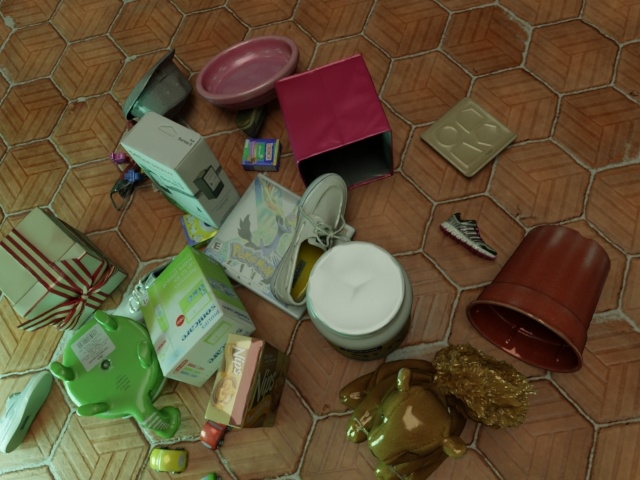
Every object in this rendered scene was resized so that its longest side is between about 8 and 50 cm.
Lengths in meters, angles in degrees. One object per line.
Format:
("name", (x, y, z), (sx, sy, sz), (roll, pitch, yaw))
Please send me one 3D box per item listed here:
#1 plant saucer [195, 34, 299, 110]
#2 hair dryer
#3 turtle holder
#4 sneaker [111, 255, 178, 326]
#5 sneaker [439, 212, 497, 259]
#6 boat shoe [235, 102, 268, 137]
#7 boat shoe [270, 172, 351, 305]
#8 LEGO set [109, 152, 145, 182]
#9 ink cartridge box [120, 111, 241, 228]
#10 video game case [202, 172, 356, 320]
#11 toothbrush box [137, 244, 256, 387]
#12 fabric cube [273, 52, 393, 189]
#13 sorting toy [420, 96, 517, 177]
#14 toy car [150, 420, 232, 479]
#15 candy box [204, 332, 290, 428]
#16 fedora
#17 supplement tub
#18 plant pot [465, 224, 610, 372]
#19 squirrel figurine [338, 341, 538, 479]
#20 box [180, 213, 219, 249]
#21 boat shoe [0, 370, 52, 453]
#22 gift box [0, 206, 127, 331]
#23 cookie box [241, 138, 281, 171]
("plant saucer", (-0.216, -0.508, 1.592), (0.332, 0.084, 0.332), (-11, 47, 12))
("hair dryer", (-0.565, -0.254, 1.605), (0.224, 0.080, 0.293), (-11, 69, 5))
("turtle holder", (-0.473, 0.331, 1.306), (0.321, 0.227, 0.243), (15, 73, 13))
("sneaker", (-0.469, 0.138, 1.426), (0.297, 0.129, 0.111), (-43, 71, -6))
("sneaker", (0.406, -0.016, 1.381), (0.170, 0.063, 0.074), (38, 86, 23))
("boat shoe", (-0.204, -0.409, 1.609), (0.080, 0.073, 0.223), (-5, 50, 22))
("boat shoe", (-0.008, -0.002, 1.314), (0.136, 0.156, 0.367), (29, 83, -26))
("LEGO set", (-0.516, -0.219, 1.514), (0.227, 0.093, 0.086), (-5, 85, 9))
("ink cartridge box", (-0.369, -0.185, 1.400), (0.211, 0.289, 0.121), (27, 71, 26))
("video game case", (-0.117, 0.011, 1.443), (0.329, 0.036, 0.299), (31, 78, 9))
("toothbrush box", (-0.315, 0.181, 1.287), (0.206, 0.122, 0.283), (-46, 47, 7))
("fabric cube", (0.041, -0.305, 1.437), (0.259, 0.254, 0.258), (-18, 69, 2))
("sorting toy", (0.425, -0.298, 1.496), (0.193, 0.038, 0.208), (-41, 66, -7))
("toy car", (-0.295, 0.571, 1.286), (0.239, 0.053, 0.225), (-31, 69, -3))
("candy box", (-0.157, 0.335, 1.208), (0.088, 0.316, 0.182), (10, 72, 11))
("fedora", (-0.489, -0.454, 1.617), (0.124, 0.244, 0.275), (38, 47, -14))
("supplement tub", (0.097, 0.150, 1.226), (0.241, 0.331, 0.240), (-3, 71, 8))
("plant pot", (0.529, 0.123, 1.223), (0.272, 0.272, 0.265), (30, 70, 17))
("squirrel figurine", (0.240, 0.346, 1.114), (0.397, 0.370, 0.281), (-31, 69, -3))
("box", (-0.310, -0.054, 1.516), (0.179, 0.043, 0.105), (-24, 69, -2))
("boat shoe", (-0.813, 0.450, 1.394), (0.081, 0.079, 0.227), (22, 79, 11))
("gift box", (-0.729, 0.095, 1.409), (0.258, 0.276, 0.255), (37, 85, 17))
("cookie box", (-0.177, -0.259, 1.568), (0.107, 0.040, 0.091), (2, 70, 9))
